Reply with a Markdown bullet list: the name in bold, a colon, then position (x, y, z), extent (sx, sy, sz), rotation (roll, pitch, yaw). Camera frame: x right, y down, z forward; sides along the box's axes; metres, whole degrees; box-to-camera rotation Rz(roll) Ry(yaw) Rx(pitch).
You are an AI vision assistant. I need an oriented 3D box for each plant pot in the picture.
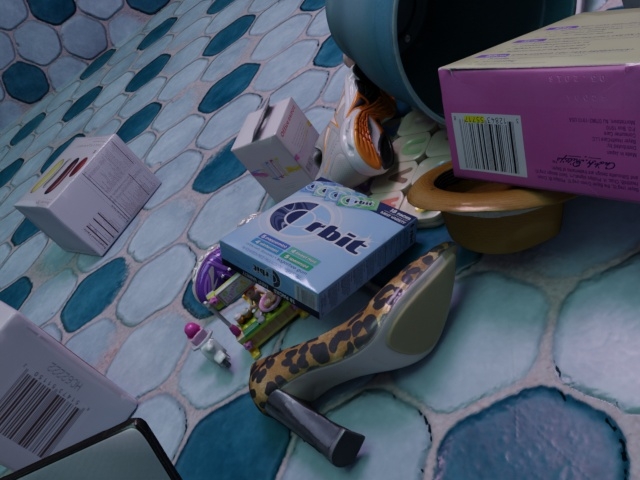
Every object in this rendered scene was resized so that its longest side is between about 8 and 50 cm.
- **plant pot**: position (0.142, -0.303, 0.885), extent (0.271, 0.272, 0.255), rotation (-45, 34, -6)

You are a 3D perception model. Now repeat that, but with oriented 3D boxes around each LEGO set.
- **LEGO set**: position (-0.069, 0.033, 0.880), extent (0.132, 0.107, 0.287), rotation (14, 62, 51)

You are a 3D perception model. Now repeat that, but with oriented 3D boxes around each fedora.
- **fedora**: position (0.190, -0.038, 0.710), extent (0.194, 0.079, 0.194), rotation (-12, 22, 5)

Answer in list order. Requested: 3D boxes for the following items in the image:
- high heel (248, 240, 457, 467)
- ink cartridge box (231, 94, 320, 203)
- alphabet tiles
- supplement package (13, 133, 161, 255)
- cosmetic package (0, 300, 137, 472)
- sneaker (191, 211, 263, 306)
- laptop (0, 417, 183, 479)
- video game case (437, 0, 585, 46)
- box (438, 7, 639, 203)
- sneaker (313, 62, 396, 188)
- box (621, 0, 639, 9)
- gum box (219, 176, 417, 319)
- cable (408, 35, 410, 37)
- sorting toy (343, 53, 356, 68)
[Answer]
- **high heel**: position (0.026, 0.090, 0.733), extent (0.186, 0.093, 0.261), rotation (22, 74, 50)
- **ink cartridge box**: position (-0.062, -0.144, 1.041), extent (0.089, 0.143, 0.092), rotation (-15, 41, 33)
- **alphabet tiles**: position (0.151, -0.128, 0.926), extent (0.277, 0.021, 0.284), rotation (-3, 48, 42)
- **supplement package**: position (-0.483, -0.096, 1.394), extent (0.194, 0.149, 0.203), rotation (4, 53, 47)
- **cosmetic package**: position (-0.494, 0.189, 1.013), extent (0.453, 0.230, 0.162), rotation (10, 57, 48)
- **sneaker**: position (-0.118, 0.026, 0.975), extent (0.170, 0.068, 0.071), rotation (-50, 41, -14)
- **laptop**: position (-0.217, 0.411, 0.473), extent (0.381, 0.408, 0.236), rotation (-27, 7, 18)
- **video game case**: position (0.290, -0.391, 1.005), extent (0.206, 0.026, 0.227), rotation (-1, 65, 31)
- **box**: position (0.279, -0.143, 0.649), extent (0.243, 0.117, 0.213), rotation (-28, 26, -30)
- **sneaker**: position (0.038, -0.165, 0.995), extent (0.121, 0.099, 0.262), rotation (-36, 26, 32)
- **box**: position (0.414, -0.415, 0.703), extent (0.215, 0.345, 0.168), rotation (-43, 34, -5)
- **gum box**: position (0.000, 0.000, 0.805), extent (0.157, 0.041, 0.184), rotation (26, 44, 33)
- **cable**: position (0.185, -0.434, 1.190), extent (0.139, 0.072, 0.287), rotation (-36, 35, 12)
- **sorting toy**: position (0.091, -0.375, 1.098), extent (0.193, 0.038, 0.208), rotation (-63, -3, 17)
